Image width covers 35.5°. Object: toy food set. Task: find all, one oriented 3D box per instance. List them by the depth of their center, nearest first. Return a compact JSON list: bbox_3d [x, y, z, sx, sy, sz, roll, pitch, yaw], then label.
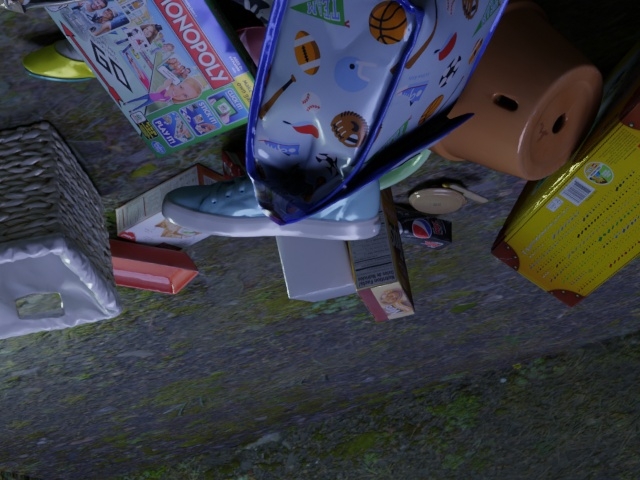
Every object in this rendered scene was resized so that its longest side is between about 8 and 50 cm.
[{"bbox_3d":[0.257,-0.094,2.181,0.132,0.038,0.192,21,152,-38],"label":"toy food set"}]

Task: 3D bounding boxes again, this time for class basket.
[{"bbox_3d":[-0.566,0.000,1.807,0.328,0.266,0.331,-11,153,3],"label":"basket"}]

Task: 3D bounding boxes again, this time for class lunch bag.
[{"bbox_3d":[0.074,-0.222,1.358,0.328,0.239,0.385,-36,155,-49],"label":"lunch bag"}]

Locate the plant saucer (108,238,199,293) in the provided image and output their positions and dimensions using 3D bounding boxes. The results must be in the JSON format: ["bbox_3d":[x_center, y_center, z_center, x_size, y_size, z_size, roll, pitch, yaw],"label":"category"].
[{"bbox_3d":[-0.406,0.051,2.127,0.258,0.047,0.259,11,163,-17],"label":"plant saucer"}]

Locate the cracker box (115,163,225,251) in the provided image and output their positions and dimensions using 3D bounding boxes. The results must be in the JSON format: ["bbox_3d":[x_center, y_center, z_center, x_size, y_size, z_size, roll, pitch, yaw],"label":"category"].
[{"bbox_3d":[-0.278,-0.057,2.021,0.232,0.067,0.156,-25,151,29],"label":"cracker box"}]

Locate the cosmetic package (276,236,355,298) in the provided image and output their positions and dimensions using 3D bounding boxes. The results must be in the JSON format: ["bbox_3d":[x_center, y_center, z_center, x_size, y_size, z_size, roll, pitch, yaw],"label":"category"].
[{"bbox_3d":[0.000,0.000,1.992,0.138,0.224,0.224,-15,172,10],"label":"cosmetic package"}]

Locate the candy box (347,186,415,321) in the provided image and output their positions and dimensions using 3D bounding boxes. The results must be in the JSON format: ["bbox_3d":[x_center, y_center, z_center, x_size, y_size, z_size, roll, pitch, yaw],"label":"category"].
[{"bbox_3d":[0.103,-0.022,1.943,0.087,0.316,0.183,-14,154,10],"label":"candy box"}]

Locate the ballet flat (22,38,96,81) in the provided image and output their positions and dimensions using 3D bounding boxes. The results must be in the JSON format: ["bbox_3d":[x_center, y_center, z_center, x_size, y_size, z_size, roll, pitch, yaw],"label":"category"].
[{"bbox_3d":[-0.339,-0.287,1.544,0.231,0.077,0.077,2,131,-29],"label":"ballet flat"}]

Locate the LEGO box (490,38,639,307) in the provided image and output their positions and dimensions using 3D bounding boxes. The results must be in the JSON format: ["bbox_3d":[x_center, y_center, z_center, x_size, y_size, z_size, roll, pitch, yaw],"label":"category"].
[{"bbox_3d":[0.544,-0.163,1.722,0.193,0.372,0.500,35,147,1],"label":"LEGO box"}]

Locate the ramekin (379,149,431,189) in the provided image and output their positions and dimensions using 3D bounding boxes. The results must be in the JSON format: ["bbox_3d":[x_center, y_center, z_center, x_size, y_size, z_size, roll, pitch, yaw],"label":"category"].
[{"bbox_3d":[0.034,-0.207,1.734,0.303,0.148,0.303,-8,154,-4],"label":"ramekin"}]

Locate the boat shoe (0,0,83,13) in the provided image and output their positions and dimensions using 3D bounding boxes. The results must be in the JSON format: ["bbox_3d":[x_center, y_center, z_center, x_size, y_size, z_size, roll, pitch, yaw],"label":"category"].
[{"bbox_3d":[-0.391,-0.347,1.250,0.302,0.103,0.113,-17,150,-31],"label":"boat shoe"}]

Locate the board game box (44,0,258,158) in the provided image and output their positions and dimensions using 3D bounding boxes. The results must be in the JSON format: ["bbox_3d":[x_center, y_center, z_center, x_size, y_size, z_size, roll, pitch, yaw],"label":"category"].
[{"bbox_3d":[-0.233,-0.281,1.474,0.213,0.046,0.317,-19,130,19],"label":"board game box"}]

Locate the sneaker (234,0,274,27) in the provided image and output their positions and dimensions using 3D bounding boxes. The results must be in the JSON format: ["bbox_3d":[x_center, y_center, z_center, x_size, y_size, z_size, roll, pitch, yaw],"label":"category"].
[{"bbox_3d":[-0.086,-0.339,1.422,0.153,0.094,0.235,1,124,6],"label":"sneaker"}]

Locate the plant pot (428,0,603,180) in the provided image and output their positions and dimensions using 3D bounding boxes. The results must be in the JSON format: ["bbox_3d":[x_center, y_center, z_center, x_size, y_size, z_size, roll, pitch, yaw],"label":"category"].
[{"bbox_3d":[0.305,-0.228,1.579,0.291,0.203,0.291,-31,141,-28],"label":"plant pot"}]

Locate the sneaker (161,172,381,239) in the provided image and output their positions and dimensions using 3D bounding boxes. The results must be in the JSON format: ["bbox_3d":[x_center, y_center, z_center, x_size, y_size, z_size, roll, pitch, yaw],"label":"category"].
[{"bbox_3d":[-0.080,-0.091,1.657,0.366,0.150,0.135,1,-162,-3],"label":"sneaker"}]

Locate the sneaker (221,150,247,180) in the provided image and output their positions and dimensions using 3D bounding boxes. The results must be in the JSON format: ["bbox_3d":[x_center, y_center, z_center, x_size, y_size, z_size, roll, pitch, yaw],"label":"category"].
[{"bbox_3d":[-0.095,-0.119,1.839,0.128,0.221,0.087,-14,126,-17],"label":"sneaker"}]

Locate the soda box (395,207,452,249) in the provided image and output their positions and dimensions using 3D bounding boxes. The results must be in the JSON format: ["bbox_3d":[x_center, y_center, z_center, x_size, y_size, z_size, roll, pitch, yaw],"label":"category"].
[{"bbox_3d":[0.210,-0.027,2.228,0.169,0.053,0.060,12,156,-24],"label":"soda box"}]

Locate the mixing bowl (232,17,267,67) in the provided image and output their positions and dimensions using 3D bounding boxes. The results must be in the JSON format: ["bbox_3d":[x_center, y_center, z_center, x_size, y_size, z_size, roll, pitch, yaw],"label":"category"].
[{"bbox_3d":[-0.089,-0.281,1.568,0.181,0.098,0.181,0,132,0],"label":"mixing bowl"}]
